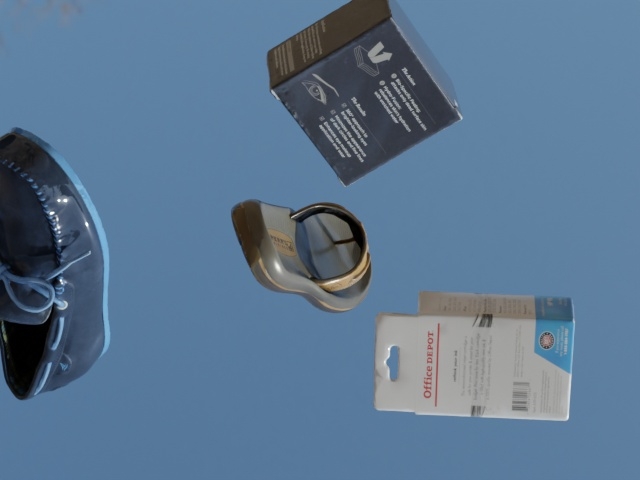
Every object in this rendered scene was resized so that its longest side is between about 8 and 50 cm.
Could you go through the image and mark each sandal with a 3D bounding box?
[{"bbox_3d":[0.000,0.000,1.382,0.060,0.219,0.090,-29,-108,16],"label":"sandal"}]

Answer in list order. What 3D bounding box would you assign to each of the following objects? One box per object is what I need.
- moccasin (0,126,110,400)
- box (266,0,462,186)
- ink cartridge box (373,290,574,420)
[{"bbox_3d":[-0.278,0.043,1.817,0.138,0.342,0.117,28,-125,30],"label":"moccasin"},{"bbox_3d":[0.048,-0.172,2.038,0.158,0.156,0.093,-30,-149,14],"label":"box"},{"bbox_3d":[0.141,0.104,1.698,0.180,0.104,0.060,3,-159,5],"label":"ink cartridge box"}]
